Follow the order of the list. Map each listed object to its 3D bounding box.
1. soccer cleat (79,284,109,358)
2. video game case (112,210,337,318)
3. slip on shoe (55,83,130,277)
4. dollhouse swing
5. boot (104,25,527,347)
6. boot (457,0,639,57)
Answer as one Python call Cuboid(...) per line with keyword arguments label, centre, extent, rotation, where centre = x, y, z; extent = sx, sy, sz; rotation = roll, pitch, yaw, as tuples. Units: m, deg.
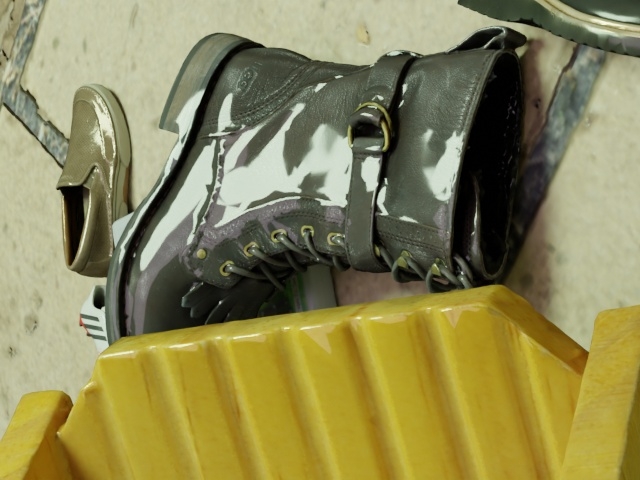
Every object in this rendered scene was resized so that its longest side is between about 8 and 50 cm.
Cuboid(label="soccer cleat", centre=(-0.139, 0.064, 1.304), extent=(0.083, 0.029, 0.035), rotation=(52, 131, 42))
Cuboid(label="video game case", centre=(-0.057, 0.063, 1.209), extent=(0.193, 0.023, 0.212), rotation=(-24, 72, 48))
Cuboid(label="slip on shoe", centre=(-0.160, -0.041, 1.318), extent=(0.051, 0.041, 0.135), rotation=(-8, 84, 50))
Cuboid(label="dollhouse swing", centre=(-0.025, 0.230, 0.832), extent=(0.347, 0.305, 0.315), rotation=(-9, 106, 28))
Cuboid(label="boot", centre=(0.000, 0.000, 1.072), extent=(0.229, 0.091, 0.263), rotation=(13, 92, 40))
Cuboid(label="boot", centre=(0.150, -0.160, 0.930), extent=(0.198, 0.077, 0.137), rotation=(25, 103, 46))
